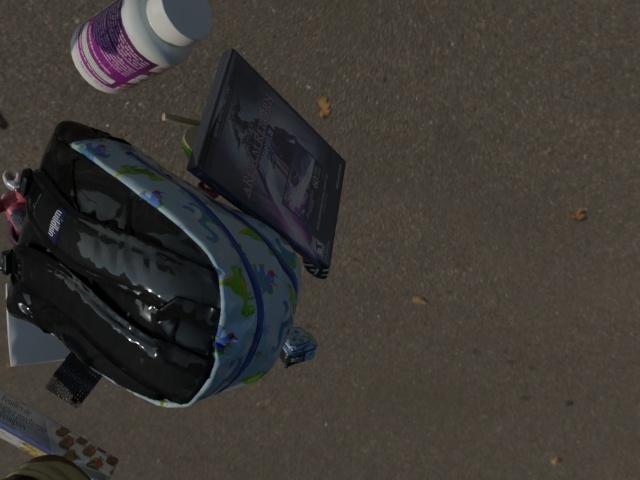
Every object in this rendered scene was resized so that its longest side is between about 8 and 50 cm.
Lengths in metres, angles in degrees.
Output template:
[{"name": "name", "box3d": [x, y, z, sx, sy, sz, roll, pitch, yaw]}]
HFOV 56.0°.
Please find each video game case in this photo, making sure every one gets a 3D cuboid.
[{"name": "video game case", "box3d": [-0.059, -0.105, 0.842, 0.026, 0.196, 0.274, -12, 145, 34]}]

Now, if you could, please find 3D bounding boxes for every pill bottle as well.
[{"name": "pill bottle", "box3d": [-0.368, -0.424, 1.245, 0.301, 0.169, 0.169, -10, 120, 39]}]

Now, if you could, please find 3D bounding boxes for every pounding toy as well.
[{"name": "pounding toy", "box3d": [-0.222, -0.167, 1.276, 0.183, 0.237, 0.110, -7, 131, -39]}]

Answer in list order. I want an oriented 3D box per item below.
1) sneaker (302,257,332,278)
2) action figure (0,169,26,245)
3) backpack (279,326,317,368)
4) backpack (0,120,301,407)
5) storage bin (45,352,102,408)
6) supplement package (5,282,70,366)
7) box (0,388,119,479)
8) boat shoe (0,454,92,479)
[{"name": "sneaker", "box3d": [0.000, 0.000, 1.584, 0.081, 0.094, 0.208, 1, 111, 29]}, {"name": "action figure", "box3d": [-0.479, 0.021, 1.121, 0.248, 0.276, 0.370, 2, 159, 21]}, {"name": "backpack", "box3d": [-0.069, 0.308, 1.772, 0.114, 0.105, 0.084, -5, 122, -31]}, {"name": "backpack", "box3d": [-0.199, 0.045, 0.747, 0.273, 0.355, 0.290, 10, 103, -46]}, {"name": "storage bin", "box3d": [-0.501, 0.259, 1.315, 0.084, 0.180, 0.122, 38, 129, -9]}, {"name": "supplement package", "box3d": [-0.686, 0.200, 1.531, 0.198, 0.262, 0.199, -3, 86, -27]}, {"name": "box", "box3d": [-0.553, 0.393, 1.197, 0.067, 0.063, 0.324, -21, 126, 36]}, {"name": "boat shoe", "box3d": [-0.163, 0.320, 0.455, 0.342, 0.123, 0.123, 45, 102, 12]}]
